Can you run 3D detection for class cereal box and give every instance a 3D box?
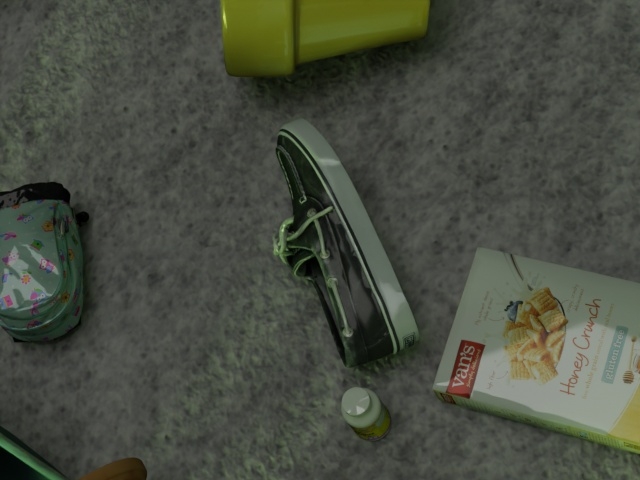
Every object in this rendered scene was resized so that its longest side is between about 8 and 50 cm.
[{"bbox_3d":[0.256,0.114,1.459,0.240,0.047,0.173,13,71,20],"label":"cereal box"}]

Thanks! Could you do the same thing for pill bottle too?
[{"bbox_3d":[0.047,0.183,1.468,0.043,0.083,0.043,-6,65,14],"label":"pill bottle"}]

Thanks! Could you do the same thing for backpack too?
[{"bbox_3d":[-0.350,0.030,1.633,0.152,0.115,0.182,-18,66,5],"label":"backpack"}]

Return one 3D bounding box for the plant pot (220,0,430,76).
[{"bbox_3d":[0.006,-0.320,1.625,0.239,0.254,0.254,0,66,0],"label":"plant pot"}]

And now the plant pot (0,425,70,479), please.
[{"bbox_3d":[-0.471,0.257,1.505,0.247,0.248,0.252,-50,46,-9],"label":"plant pot"}]

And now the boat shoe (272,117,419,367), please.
[{"bbox_3d":[0.000,0.002,1.546,0.105,0.113,0.306,-22,71,-10],"label":"boat shoe"}]

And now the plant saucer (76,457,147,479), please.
[{"bbox_3d":[-0.260,0.302,1.442,0.200,0.200,0.037,-38,73,-2],"label":"plant saucer"}]
